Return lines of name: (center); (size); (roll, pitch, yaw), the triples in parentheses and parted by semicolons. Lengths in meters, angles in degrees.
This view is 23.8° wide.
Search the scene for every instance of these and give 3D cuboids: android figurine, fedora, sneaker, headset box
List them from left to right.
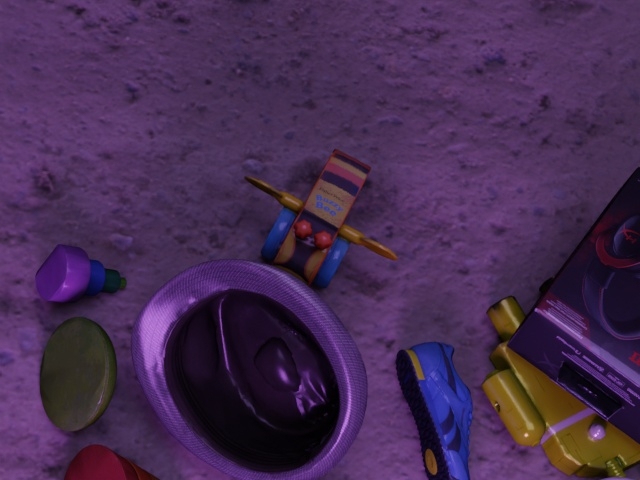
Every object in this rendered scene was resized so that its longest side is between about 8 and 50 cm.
fedora: (-0.066, 0.136, 1.703); (0.275, 0.243, 0.124); (46, 19, -2)
sneaker: (0.155, 0.215, 1.786); (0.082, 0.069, 0.209); (-6, 66, -21)
android figurine: (0.321, 0.174, 1.857); (0.248, 0.056, 0.273); (-20, 69, -23)
headset box: (0.381, 0.090, 1.819); (0.218, 0.110, 0.293); (37, 60, 7)

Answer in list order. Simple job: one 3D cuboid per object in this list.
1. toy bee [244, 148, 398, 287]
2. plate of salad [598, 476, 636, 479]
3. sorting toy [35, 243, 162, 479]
toy bee: (0.000, 0.000, 1.801); (0.195, 0.162, 0.298); (10, 62, -11)
plate of salad: (0.345, 0.375, 1.759); (0.199, 0.048, 0.200); (7, 75, -26)
sorting toy: (-0.228, 0.176, 1.709); (0.126, 0.127, 0.366); (11, 55, -42)
